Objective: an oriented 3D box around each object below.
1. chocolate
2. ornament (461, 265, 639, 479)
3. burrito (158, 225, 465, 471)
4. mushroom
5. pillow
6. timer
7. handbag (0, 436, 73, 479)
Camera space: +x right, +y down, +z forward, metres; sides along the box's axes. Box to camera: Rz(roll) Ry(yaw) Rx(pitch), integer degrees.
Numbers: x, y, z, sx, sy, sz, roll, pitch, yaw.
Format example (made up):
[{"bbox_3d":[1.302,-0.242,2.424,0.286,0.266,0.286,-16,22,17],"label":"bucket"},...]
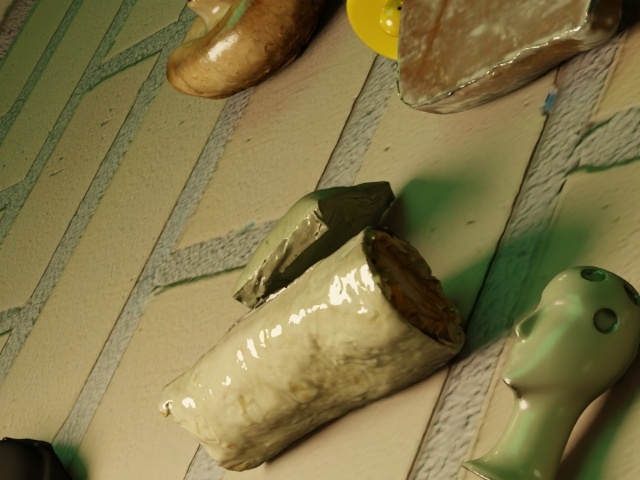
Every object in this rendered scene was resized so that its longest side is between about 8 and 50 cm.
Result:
[{"bbox_3d":[0.173,-0.194,1.239,0.254,0.080,0.156,-24,53,50],"label":"chocolate"},{"bbox_3d":[0.150,0.088,0.921,0.156,0.081,0.075,-62,15,-7],"label":"ornament"},{"bbox_3d":[-0.001,0.086,1.131,0.299,0.143,0.105,-36,62,42],"label":"burrito"},{"bbox_3d":[-0.079,-0.276,1.710,0.278,0.146,0.278,-48,15,17],"label":"mushroom"},{"bbox_3d":[0.000,0.000,1.230,0.119,0.053,0.208,-54,-12,14],"label":"pillow"},{"bbox_3d":[0.075,-0.219,1.402,0.107,0.107,0.109,-23,28,48],"label":"timer"},{"bbox_3d":[-0.366,0.319,1.514,0.308,0.093,0.253,-10,50,57],"label":"handbag"}]
